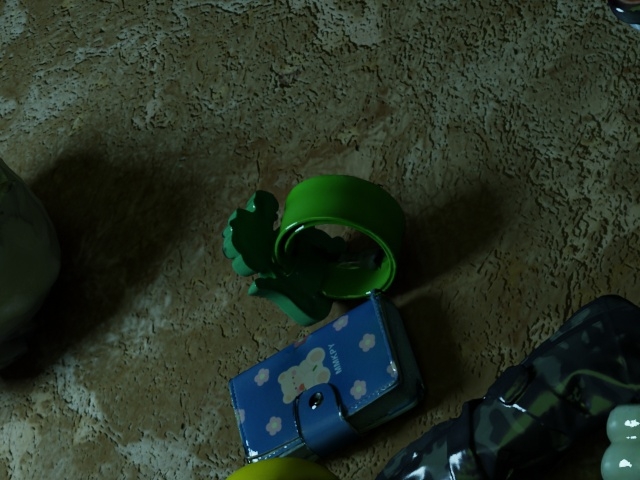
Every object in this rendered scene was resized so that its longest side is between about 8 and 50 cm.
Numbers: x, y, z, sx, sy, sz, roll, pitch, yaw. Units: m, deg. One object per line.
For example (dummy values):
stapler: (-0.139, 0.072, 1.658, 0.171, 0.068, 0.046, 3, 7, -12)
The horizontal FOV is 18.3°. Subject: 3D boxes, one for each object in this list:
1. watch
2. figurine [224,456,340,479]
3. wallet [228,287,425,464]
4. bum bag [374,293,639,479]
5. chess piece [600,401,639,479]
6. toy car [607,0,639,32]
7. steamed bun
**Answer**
watch: (0.000, 0.000, 2.068, 0.152, 0.165, 0.131, -34, 28, 41)
figurine: (0.009, 0.310, 1.807, 0.343, 0.187, 0.215, 1, 105, 63)
wallet: (0.005, 0.153, 2.051, 0.202, 0.059, 0.141, -31, 51, 19)
bum bag: (0.182, 0.181, 1.872, 0.340, 0.095, 0.144, -39, 30, 11)
chess piece: (0.289, 0.273, 1.714, 0.133, 0.133, 0.243, 3, 70, 39)
toy car: (0.415, -0.182, 1.863, 0.212, 0.180, 0.270, -29, 48, 8)
steamed bun: (-0.448, 0.063, 2.340, 0.346, 0.237, 0.394, -46, 10, -25)
